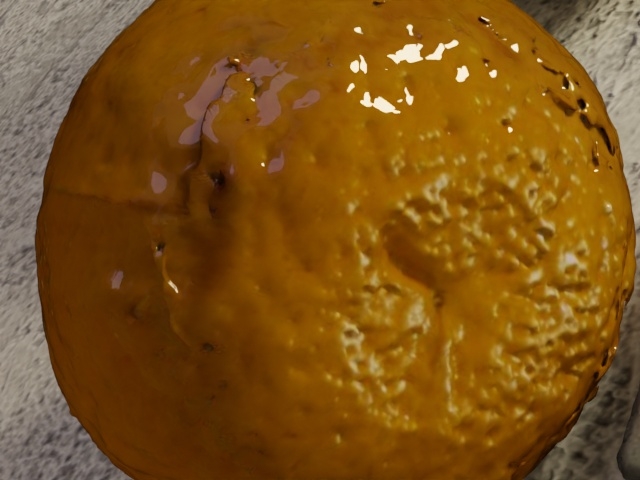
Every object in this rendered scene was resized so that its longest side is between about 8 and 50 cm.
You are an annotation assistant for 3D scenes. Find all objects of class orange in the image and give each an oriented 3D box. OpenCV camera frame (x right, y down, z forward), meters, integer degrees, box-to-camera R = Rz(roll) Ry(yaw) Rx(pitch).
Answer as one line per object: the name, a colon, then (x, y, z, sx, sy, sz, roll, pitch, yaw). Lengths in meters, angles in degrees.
orange: (0.000, 0.000, 1.083, 0.340, 0.340, 0.293, -45, 26, -13)

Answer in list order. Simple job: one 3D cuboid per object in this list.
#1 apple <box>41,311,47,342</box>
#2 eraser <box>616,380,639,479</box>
apple: (-0.096, 0.043, 1.288, 0.182, 0.182, 0.155, -38, 48, -1)
eraser: (0.264, 0.009, 1.044, 0.111, 0.077, 0.352, -8, 41, 36)
